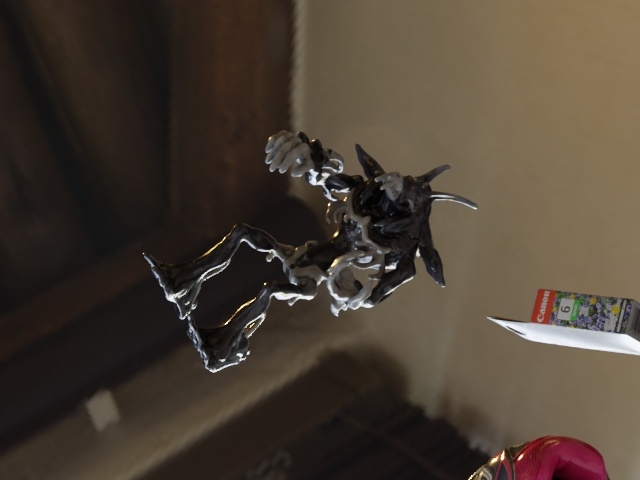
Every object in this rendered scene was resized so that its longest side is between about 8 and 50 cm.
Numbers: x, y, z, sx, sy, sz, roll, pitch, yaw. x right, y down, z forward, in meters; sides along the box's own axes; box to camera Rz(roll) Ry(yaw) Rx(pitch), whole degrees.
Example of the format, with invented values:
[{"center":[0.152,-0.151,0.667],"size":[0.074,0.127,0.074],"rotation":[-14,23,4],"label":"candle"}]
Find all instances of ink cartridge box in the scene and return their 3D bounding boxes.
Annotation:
[{"center":[0.184,0.057,1.273],"size":[0.063,0.115,0.029],"rotation":[29,-108,-50],"label":"ink cartridge box"}]

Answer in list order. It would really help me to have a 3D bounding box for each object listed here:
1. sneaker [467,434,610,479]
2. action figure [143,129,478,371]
[{"center":[0.139,0.240,0.867],"size":[0.121,0.299,0.112],"rotation":[-12,-26,-29],"label":"sneaker"},{"center":[0.000,0.000,1.504],"size":[0.276,0.164,0.141],"rotation":[-29,-22,-5],"label":"action figure"}]
